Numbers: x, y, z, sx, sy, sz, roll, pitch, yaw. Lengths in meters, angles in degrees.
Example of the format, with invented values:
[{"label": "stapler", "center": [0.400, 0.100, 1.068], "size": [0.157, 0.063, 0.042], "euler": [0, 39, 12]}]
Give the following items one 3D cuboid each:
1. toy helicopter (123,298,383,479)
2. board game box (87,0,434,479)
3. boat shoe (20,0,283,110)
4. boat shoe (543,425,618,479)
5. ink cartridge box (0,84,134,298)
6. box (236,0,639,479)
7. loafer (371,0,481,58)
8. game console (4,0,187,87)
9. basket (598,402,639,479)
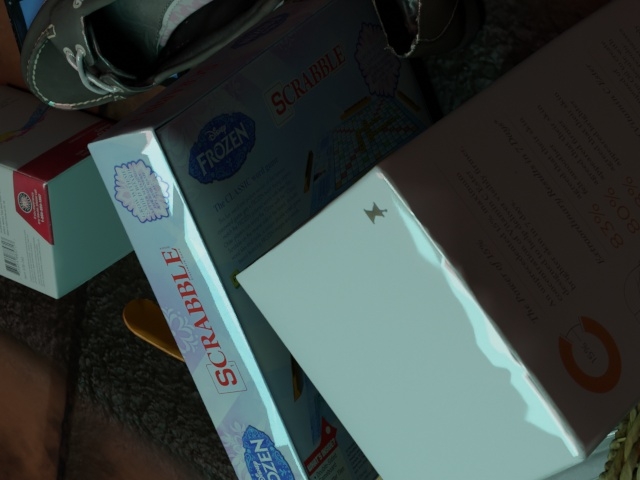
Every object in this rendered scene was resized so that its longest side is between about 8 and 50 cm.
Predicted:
[{"label": "toy helicopter", "center": [-0.025, 0.106, 1.587], "size": [0.235, 0.140, 0.355], "euler": [-29, 87, 40]}, {"label": "board game box", "center": [0.000, 0.000, 1.385], "size": [0.066, 0.318, 0.318], "euler": [-10, 110, 36]}, {"label": "boat shoe", "center": [-0.139, -0.183, 1.520], "size": [0.335, 0.095, 0.112], "euler": [-29, 123, 35]}, {"label": "boat shoe", "center": [0.200, 0.209, 1.554], "size": [0.079, 0.081, 0.227], "euler": [24, 143, -32]}, {"label": "ink cartridge box", "center": [-0.274, -0.050, 1.755], "size": [0.176, 0.127, 0.128], "euler": [20, 128, 30]}, {"label": "box", "center": [0.150, 0.001, 1.264], "size": [0.215, 0.345, 0.168], "euler": [54, 137, 0]}, {"label": "loafer", "center": [0.052, -0.234, 1.393], "size": [0.080, 0.078, 0.220], "euler": [-14, 106, 45]}, {"label": "game console", "center": [-0.195, -0.180, 1.620], "size": [0.085, 0.124, 0.144], "euler": [50, 159, 42]}, {"label": "basket", "center": [0.345, 0.129, 1.206], "size": [0.213, 0.299, 0.223], "euler": [53, 139, -7]}]
